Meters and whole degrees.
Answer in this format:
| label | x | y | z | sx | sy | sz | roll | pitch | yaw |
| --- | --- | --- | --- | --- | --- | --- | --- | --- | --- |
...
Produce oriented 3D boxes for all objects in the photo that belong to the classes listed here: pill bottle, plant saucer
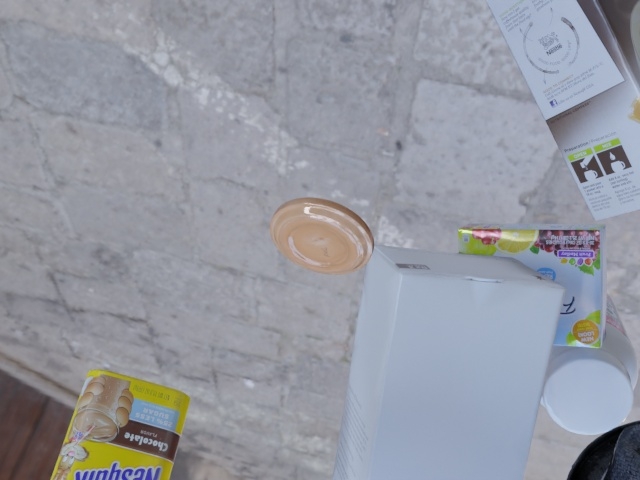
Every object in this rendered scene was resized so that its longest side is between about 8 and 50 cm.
| label | x | y | z | sx | sy | sz | roll | pitch | yaw |
| --- | --- | --- | --- | --- | --- | --- | --- | --- | --- |
| pill bottle | 0.430 | 0.189 | 1.275 | 0.176 | 0.318 | 0.176 | 3 | 108 | 11 |
| plant saucer | 0.000 | 0.000 | 0.593 | 0.084 | 0.013 | 0.083 | 12 | 141 | 10 |

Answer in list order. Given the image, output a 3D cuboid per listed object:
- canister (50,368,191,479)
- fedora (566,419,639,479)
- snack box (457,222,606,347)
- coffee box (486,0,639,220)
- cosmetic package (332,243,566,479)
| label | x | y | z | sx | sy | sz | roll | pitch | yaw |
| --- | --- | --- | --- | --- | --- | --- | --- | --- | --- |
| canister | -0.217 | 0.234 | 0.805 | 0.126 | 0.169 | 0.073 | 18 | 152 | -12 |
| fedora | 0.436 | 0.280 | 0.821 | 0.334 | 0.334 | 0.152 | 3 | 131 | 20 |
| snack box | 0.316 | 0.063 | 1.134 | 0.207 | 0.174 | 0.070 | 2 | -170 | 28 |
| coffee box | 0.278 | -0.164 | 0.722 | 0.098 | 0.141 | 0.246 | -20 | 102 | 50 |
| cosmetic package | 0.150 | 0.210 | 0.977 | 0.217 | 0.384 | 0.156 | 8 | -170 | -13 |
